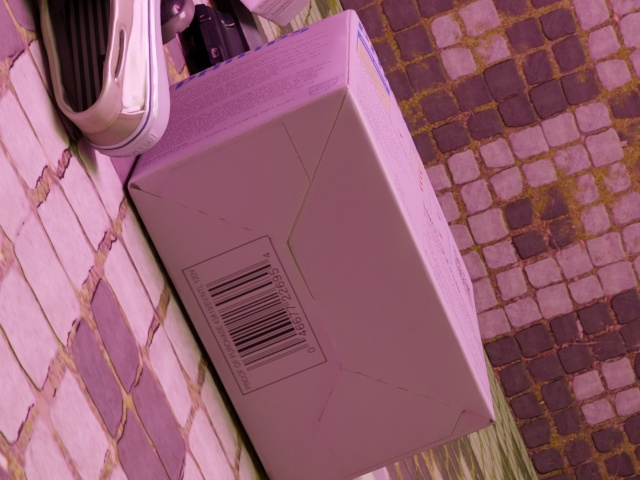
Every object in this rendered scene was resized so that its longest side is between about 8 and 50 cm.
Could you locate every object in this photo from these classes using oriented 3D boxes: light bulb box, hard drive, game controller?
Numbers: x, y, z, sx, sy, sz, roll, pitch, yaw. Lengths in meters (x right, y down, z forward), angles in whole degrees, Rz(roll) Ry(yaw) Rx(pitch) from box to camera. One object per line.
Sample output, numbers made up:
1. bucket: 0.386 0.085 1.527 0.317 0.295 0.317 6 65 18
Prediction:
1. light bulb box: 0.000 0.000 1.641 0.361 0.225 0.358 -86 153 -72
2. hard drive: -0.111 -0.301 2.311 0.135 0.022 0.094 -54 123 -79
3. game controller: -0.093 -0.120 1.946 0.166 0.067 0.319 86 -13 -70

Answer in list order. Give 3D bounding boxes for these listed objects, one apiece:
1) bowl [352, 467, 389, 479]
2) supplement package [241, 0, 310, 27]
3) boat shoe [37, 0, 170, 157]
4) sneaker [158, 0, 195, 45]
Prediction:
1. bowl: 0.035 0.246 1.847 0.142 0.053 0.142 -35 105 -80
2. supplement package: -0.073 -0.397 2.286 0.139 0.134 0.244 46 8 5
3. boat shoe: -0.190 -0.218 1.399 0.094 0.109 0.302 44 30 -66
4. sneaker: -0.187 -0.252 1.509 0.130 0.087 0.227 57 2 -33
